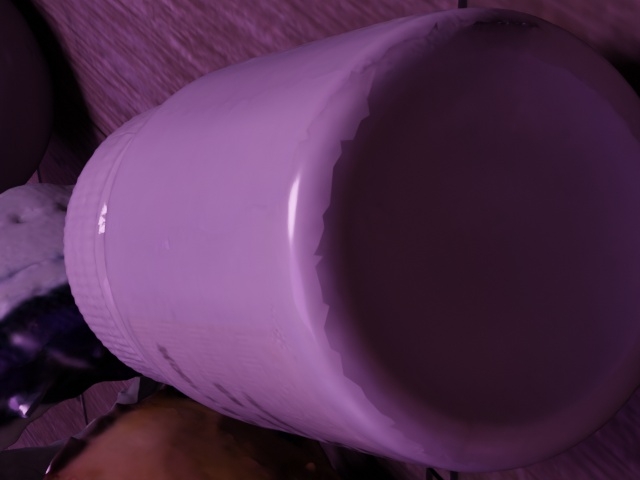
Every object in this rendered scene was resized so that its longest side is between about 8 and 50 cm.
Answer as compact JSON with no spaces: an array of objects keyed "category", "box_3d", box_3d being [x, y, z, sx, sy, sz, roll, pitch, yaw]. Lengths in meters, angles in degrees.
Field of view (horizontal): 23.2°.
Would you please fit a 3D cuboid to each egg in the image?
[{"category":"egg","box_3d":[-0.248,-0.102,0.991,0.146,0.146,0.199,100,148,-50]}]

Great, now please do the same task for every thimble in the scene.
[{"category":"thimble","box_3d":[-0.129,0.095,0.830,0.150,0.237,0.237,49,150,46]}]

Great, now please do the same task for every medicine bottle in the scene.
[{"category":"medicine bottle","box_3d":[0.000,0.000,0.558,0.252,0.144,0.144,0,109,62]}]

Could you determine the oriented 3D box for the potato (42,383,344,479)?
[{"category":"potato","box_3d":[-0.004,0.245,0.680,0.237,0.301,0.289,17,146,34]}]
